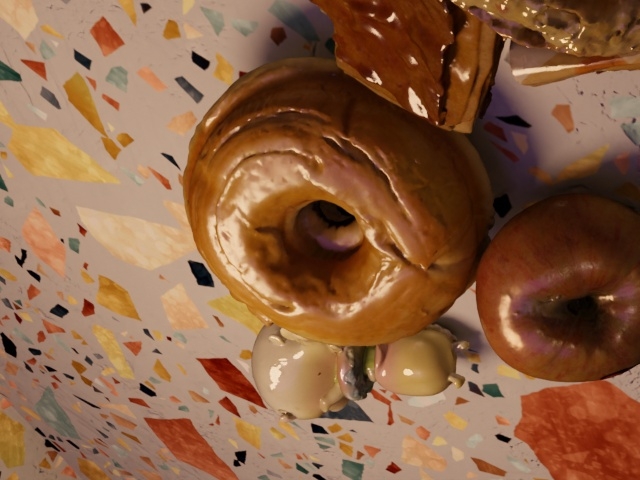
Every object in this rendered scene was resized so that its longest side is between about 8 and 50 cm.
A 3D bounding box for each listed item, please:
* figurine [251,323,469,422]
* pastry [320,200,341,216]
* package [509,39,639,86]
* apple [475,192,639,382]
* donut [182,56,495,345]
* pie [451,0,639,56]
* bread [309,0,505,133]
[{"bbox_3d":[0.055,0.201,1.558,0.394,0.227,0.274,-1,158,26],"label":"figurine"},{"bbox_3d":[-0.004,0.003,1.476,0.121,0.089,0.258,-23,115,35],"label":"pastry"},{"bbox_3d":[0.368,-0.227,0.873,0.311,0.221,0.165,-4,149,41],"label":"package"},{"bbox_3d":[0.325,0.059,1.171,0.260,0.194,0.261,1,105,5],"label":"apple"},{"bbox_3d":[0.016,-0.040,1.269,0.448,0.198,0.449,8,124,13],"label":"donut"},{"bbox_3d":[0.212,-0.309,0.769,0.339,0.340,0.083,29,165,8],"label":"pie"},{"bbox_3d":[0.071,-0.320,0.968,0.370,0.191,0.314,40,164,16],"label":"bread"}]
